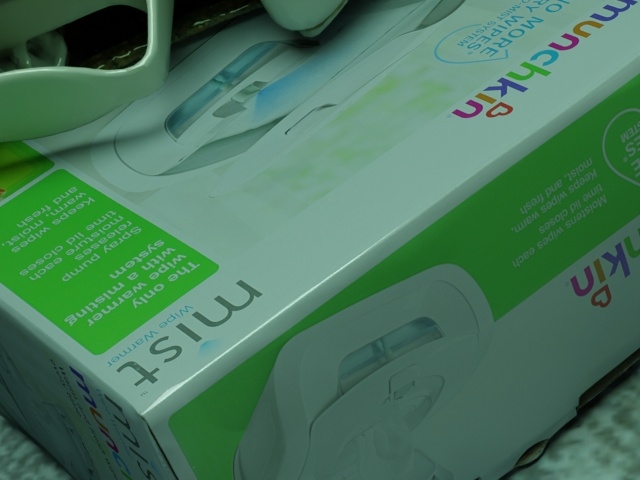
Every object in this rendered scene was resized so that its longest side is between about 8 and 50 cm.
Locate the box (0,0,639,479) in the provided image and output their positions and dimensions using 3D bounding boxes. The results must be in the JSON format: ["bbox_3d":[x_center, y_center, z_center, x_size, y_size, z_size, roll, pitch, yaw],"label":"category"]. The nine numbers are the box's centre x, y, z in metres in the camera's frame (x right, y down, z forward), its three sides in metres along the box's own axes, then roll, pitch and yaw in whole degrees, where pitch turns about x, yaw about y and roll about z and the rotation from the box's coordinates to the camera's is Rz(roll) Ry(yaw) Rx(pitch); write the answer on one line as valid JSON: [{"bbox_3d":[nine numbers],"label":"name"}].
[{"bbox_3d":[0.000,0.000,0.771,0.262,0.126,0.231,-35,34,-18],"label":"box"}]

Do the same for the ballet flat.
[{"bbox_3d":[-0.058,-0.117,0.772,0.349,0.123,0.123,-22,34,0],"label":"ballet flat"}]
